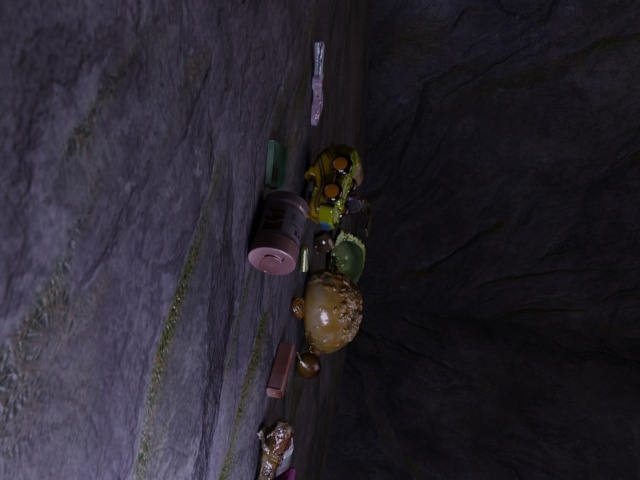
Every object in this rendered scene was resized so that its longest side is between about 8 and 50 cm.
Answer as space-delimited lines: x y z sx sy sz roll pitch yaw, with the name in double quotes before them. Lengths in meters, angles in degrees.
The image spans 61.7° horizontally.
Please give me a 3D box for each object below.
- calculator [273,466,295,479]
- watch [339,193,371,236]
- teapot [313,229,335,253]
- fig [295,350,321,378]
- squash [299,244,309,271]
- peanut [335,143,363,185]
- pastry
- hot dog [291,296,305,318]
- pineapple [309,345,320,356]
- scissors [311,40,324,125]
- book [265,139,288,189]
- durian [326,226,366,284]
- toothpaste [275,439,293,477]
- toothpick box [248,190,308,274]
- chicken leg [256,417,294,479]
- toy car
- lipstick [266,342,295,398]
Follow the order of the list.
"calculator" -0.126 0.671 1.383 0.190 0.034 0.127 -54 -170 36
"watch" 0.144 -0.109 2.377 0.268 0.164 0.102 -76 168 -57
"teapot" 0.000 0.000 1.921 0.080 0.085 0.110 64 -5 -31
"fig" -0.053 0.414 1.799 0.125 0.088 0.089 44 49 -48
"squash" -0.050 0.054 1.660 0.027 0.027 0.083 -54 149 -74
"peanut" 0.105 -0.293 2.150 0.122 0.137 0.253 -36 162 -5
"pastry" 0.055 0.247 1.865 0.316 0.184 0.285 70 26 -48
"hot dog" -0.067 0.207 1.630 0.083 0.035 0.058 82 13 -62
"pineapple" 0.005 0.408 2.115 0.114 0.114 0.077 95 -12 -45
"scissors" -0.006 -0.453 1.536 0.118 0.030 0.242 -76 171 -47
"book" -0.096 -0.164 1.194 0.135 0.017 0.103 -20 115 -81
"durian" 0.105 0.122 2.377 0.198 0.163 0.394 -51 153 -70
"toothpaste" -0.114 0.653 1.599 0.323 0.066 0.100 95 7 -51
"toothpick box" -0.085 -0.016 1.105 0.098 0.098 0.149 86 13 -53
"chicken leg" -0.129 0.555 1.383 0.125 0.080 0.196 -6 110 -71
"toy car" 0.020 -0.162 1.571 0.200 0.142 0.248 69 39 -72
"lipstick" -0.106 0.348 1.441 0.145 0.045 0.045 -74 165 -44
